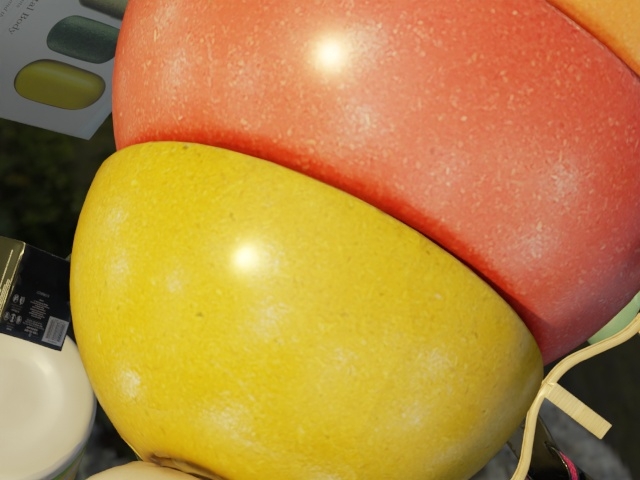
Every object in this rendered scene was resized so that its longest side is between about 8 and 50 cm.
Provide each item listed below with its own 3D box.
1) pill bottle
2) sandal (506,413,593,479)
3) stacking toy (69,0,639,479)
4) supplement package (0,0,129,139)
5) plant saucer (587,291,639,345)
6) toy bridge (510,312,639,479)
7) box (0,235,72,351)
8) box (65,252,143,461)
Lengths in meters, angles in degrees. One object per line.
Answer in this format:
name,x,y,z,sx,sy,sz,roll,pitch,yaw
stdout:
pill bottle,-0.249,0.160,1.349,0.136,0.245,0.136,7,61,-12
sandal,0.265,0.267,2.089,0.179,0.067,0.040,53,10,0
stacking toy,0.000,0.000,0.787,0.350,0.351,0.480,45,65,-37
supplement package,-0.301,-0.251,1.766,0.198,0.199,0.263,48,17,26
plant saucer,0.268,0.041,1.685,0.021,0.119,0.119,21,50,-16
toy bridge,0.203,0.134,1.451,0.063,0.188,0.026,37,2,-4
box,-0.186,0.024,1.017,0.062,0.083,0.052,28,78,-57
box,-0.066,0.088,1.292,0.220,0.051,0.175,14,40,-49
